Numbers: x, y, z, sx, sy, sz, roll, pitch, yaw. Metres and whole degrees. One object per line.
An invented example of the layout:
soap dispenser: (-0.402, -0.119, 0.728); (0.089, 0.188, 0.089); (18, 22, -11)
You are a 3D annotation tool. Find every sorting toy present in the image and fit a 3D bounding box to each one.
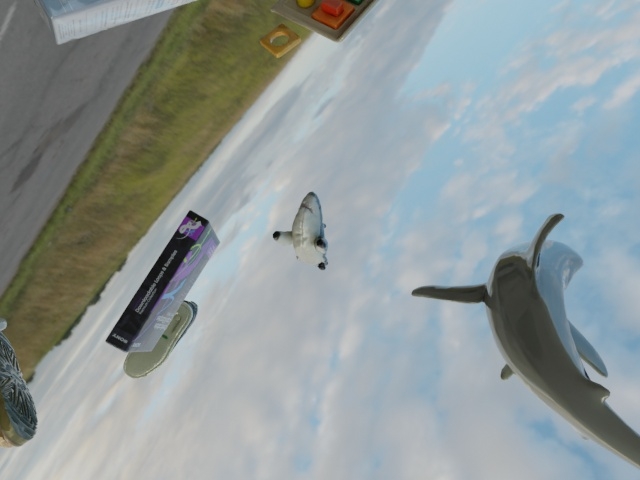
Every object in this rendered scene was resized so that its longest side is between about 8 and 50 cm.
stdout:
sorting toy: (0.018, -0.498, 1.003); (0.347, 0.196, 0.047); (-51, 156, -14)

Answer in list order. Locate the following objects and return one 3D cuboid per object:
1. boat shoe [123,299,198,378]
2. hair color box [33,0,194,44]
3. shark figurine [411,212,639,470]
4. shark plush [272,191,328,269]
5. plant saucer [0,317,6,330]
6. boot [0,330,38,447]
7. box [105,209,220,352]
boat shoe: (-0.385, 0.242, 1.218); (0.233, 0.084, 0.079); (-49, -179, 3)
hair color box: (-0.356, -0.513, 0.966); (0.375, 0.113, 0.185); (-28, -163, -19)
shark figurine: (0.164, 0.046, 0.332); (0.278, 0.166, 0.116); (-91, -171, -62)
shark plush: (0.000, 0.000, 0.704); (0.073, 0.161, 0.067); (4, -116, 27)
plant saucer: (-0.841, 0.129, 0.968); (0.400, 0.401, 0.100); (172, -80, -65)
boot: (-0.545, 0.265, 0.675); (0.270, 0.089, 0.236); (-34, -139, -20)
box: (-0.174, 0.052, 0.576); (0.162, 0.029, 0.116); (-59, 178, -12)
